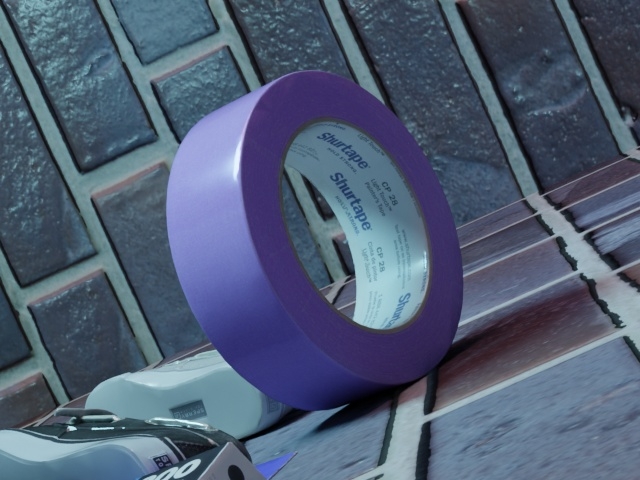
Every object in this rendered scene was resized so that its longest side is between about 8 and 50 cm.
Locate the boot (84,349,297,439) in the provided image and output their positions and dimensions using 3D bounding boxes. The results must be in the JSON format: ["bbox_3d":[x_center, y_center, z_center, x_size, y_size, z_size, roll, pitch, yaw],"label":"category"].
[{"bbox_3d":[-0.099,0.149,1.820,0.258,0.095,0.123,-11,5,43],"label":"boot"}]

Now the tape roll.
[{"bbox_3d":[0.000,0.000,1.629,0.090,0.274,0.275,-24,2,37],"label":"tape roll"}]

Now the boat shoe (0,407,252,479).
[{"bbox_3d":[-0.169,0.175,1.438,0.105,0.113,0.306,-18,0,-41],"label":"boat shoe"}]

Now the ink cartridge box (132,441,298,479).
[{"bbox_3d":[-0.140,0.191,1.192,0.206,0.045,0.208,-24,11,30],"label":"ink cartridge box"}]
